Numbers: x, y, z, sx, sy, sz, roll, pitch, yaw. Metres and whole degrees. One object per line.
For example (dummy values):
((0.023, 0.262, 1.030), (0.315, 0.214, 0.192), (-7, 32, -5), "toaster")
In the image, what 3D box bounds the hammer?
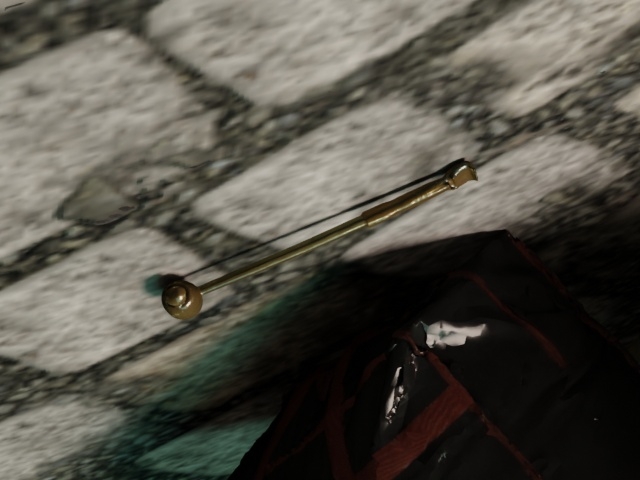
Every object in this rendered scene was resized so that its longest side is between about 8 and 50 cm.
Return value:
((0.000, 0.000, 0.612), (0.123, 0.014, 0.029), (-23, 169, 0), "hammer")

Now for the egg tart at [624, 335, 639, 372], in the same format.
((0.314, 0.168, 0.916), (0.388, 0.169, 0.387), (5, 126, 7), "egg tart")

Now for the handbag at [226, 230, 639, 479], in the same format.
((0.058, 0.114, 0.731), (0.215, 0.169, 0.155), (-45, 180, 44), "handbag")
